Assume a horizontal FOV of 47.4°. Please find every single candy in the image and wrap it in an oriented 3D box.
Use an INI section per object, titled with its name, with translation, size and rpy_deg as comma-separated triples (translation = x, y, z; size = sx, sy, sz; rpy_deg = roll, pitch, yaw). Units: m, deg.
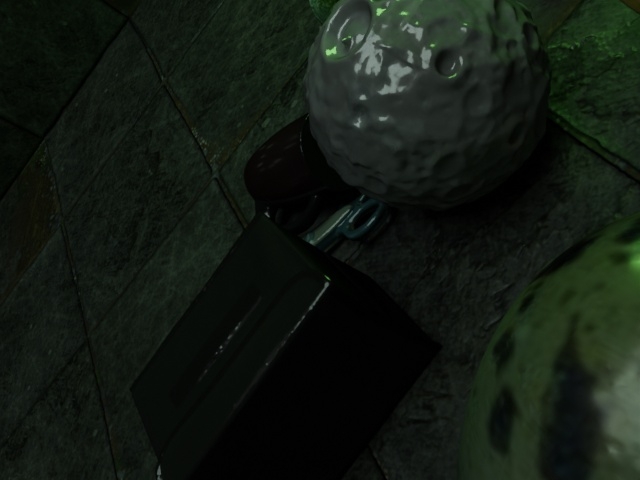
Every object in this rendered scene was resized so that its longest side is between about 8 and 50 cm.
[candy]
translation = 0.025, -0.441, 1.235
size = 0.119, 0.119, 0.440
rpy_deg = -55, 0, 8

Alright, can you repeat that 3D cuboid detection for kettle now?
[kettle]
translation = -0.035, -0.107, 1.259
size = 0.232, 0.144, 0.202
rpy_deg = -17, 70, 54

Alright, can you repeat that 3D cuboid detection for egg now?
[egg]
translation = 0.286, 0.176, 0.579
size = 0.345, 0.345, 0.428
rpy_deg = 30, 98, 51

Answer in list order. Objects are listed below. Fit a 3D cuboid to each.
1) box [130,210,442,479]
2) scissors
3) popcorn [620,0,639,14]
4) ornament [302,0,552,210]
[box]
translation = -0.054, 0.184, 1.010
size = 0.345, 0.251, 0.204
rpy_deg = -53, 40, 8
[scissors]
translation = 0.000, 0.000, 1.221
size = 0.289, 0.041, 0.138
rpy_deg = -40, 35, 22
[popcorn]
translation = 0.456, -0.411, 0.773
size = 0.390, 0.354, 0.344
rpy_deg = 40, 61, 18
[ornament]
translation = 0.133, -0.210, 0.994
size = 0.337, 0.337, 0.337
rpy_deg = -25, 51, 36
